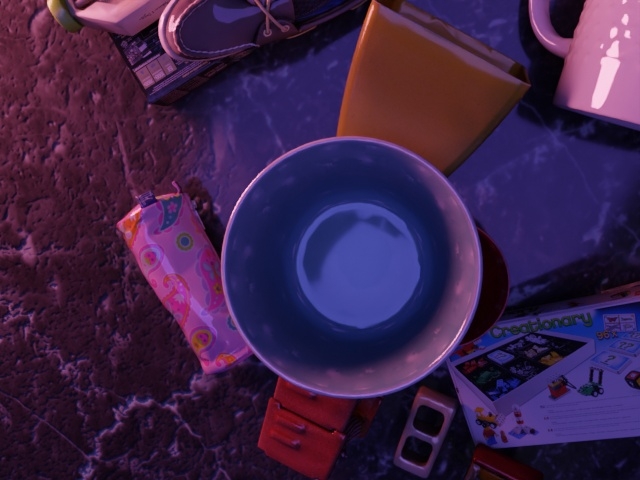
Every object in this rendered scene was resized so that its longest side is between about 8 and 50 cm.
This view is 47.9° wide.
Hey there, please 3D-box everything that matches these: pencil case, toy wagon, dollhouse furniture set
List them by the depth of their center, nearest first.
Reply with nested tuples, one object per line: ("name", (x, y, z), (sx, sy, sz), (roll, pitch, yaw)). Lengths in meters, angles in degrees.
("dollhouse furniture set", (0.127, 0.269, 0.995), (0.374, 0.201, 0.152), (22, 102, 16))
("toy wagon", (-0.281, -0.453, 1.003), (0.267, 0.068, 0.344), (-29, 69, 10))
("pencil case", (-0.189, 0.058, 1.078), (0.124, 0.124, 0.284), (-30, 93, 10))

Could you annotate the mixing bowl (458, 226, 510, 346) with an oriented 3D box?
("mixing bowl", (0.177, 0.057, 1.036), (0.181, 0.098, 0.181), (0, 91, 12))

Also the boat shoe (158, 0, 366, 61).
("boat shoe", (-0.054, -0.320, 0.946), (0.324, 0.096, 0.117), (-27, 124, -17))

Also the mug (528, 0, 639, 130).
("mug", (0.425, -0.298, 0.866), (0.374, 0.276, 0.328), (27, 108, 40))

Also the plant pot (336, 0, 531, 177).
("plant pot", (0.135, -0.190, 0.967), (0.212, 0.212, 0.187), (29, 114, 2))

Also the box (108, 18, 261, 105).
("box", (-0.200, -0.304, 1.045), (0.180, 0.077, 0.147), (-30, 93, 11))

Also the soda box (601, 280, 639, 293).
("soda box", (0.495, 0.200, 1.027), (0.098, 0.091, 0.286), (-16, 96, 9))

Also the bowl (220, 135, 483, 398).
("bowl", (0.043, 0.031, 0.925), (0.311, 0.163, 0.312), (0, 90, 7))

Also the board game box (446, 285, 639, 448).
("board game box", (0.337, 0.185, 1.010), (0.305, 0.053, 0.193), (-15, 97, 32))
